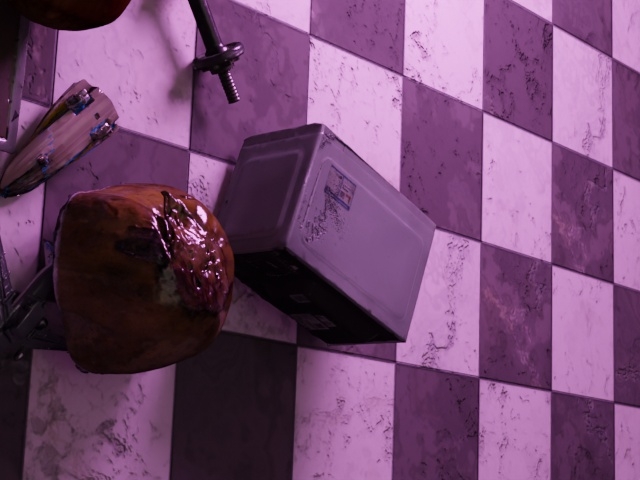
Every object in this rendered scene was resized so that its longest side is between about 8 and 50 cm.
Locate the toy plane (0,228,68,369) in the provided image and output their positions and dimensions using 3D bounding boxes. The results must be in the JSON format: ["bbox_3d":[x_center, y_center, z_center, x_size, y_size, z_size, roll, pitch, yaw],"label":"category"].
[{"bbox_3d":[-0.367,0.087,1.672,0.226,0.058,0.226,-64,146,-34],"label":"toy plane"}]

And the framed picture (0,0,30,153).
[{"bbox_3d":[-0.465,-0.237,1.639,0.273,0.016,0.216,19,69,-47],"label":"framed picture"}]

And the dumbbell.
[{"bbox_3d":[-0.166,-0.315,1.958,0.081,0.081,0.254,-37,114,-46],"label":"dumbbell"}]

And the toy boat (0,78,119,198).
[{"bbox_3d":[-0.337,-0.122,1.742,0.210,0.066,0.084,-47,116,-32],"label":"toy boat"}]

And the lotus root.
[{"bbox_3d":[-0.209,0.041,1.741,0.272,0.192,0.272,14,73,-55],"label":"lotus root"}]

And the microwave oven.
[{"bbox_3d":[0.000,0.000,2.028,0.295,0.181,0.237,39,58,-39],"label":"microwave oven"}]

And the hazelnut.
[{"bbox_3d":[-0.304,-0.366,1.695,0.208,0.208,0.208,11,76,-49],"label":"hazelnut"}]
